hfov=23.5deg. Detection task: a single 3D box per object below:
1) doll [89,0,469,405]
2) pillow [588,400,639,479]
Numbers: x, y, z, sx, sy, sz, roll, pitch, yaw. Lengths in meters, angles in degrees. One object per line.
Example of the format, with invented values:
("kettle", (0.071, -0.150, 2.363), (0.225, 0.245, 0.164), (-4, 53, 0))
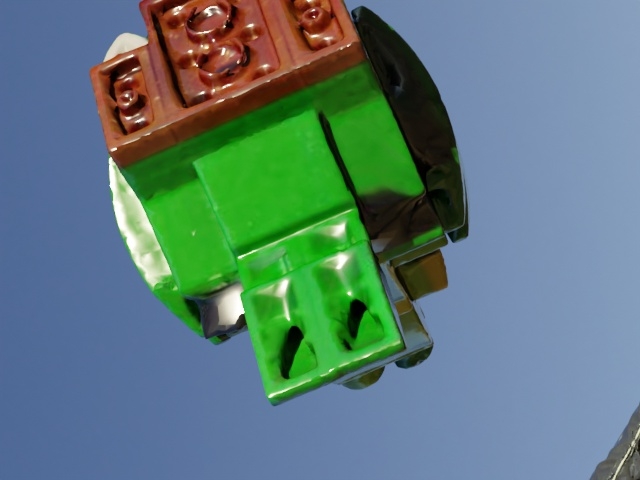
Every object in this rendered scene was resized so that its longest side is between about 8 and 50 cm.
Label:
("doll", (-0.003, -0.008, 0.493), (0.186, 0.106, 0.134), (50, -164, -75))
("pillow", (0.196, 0.147, 0.887), (0.141, 0.055, 0.208), (26, -83, -49))
